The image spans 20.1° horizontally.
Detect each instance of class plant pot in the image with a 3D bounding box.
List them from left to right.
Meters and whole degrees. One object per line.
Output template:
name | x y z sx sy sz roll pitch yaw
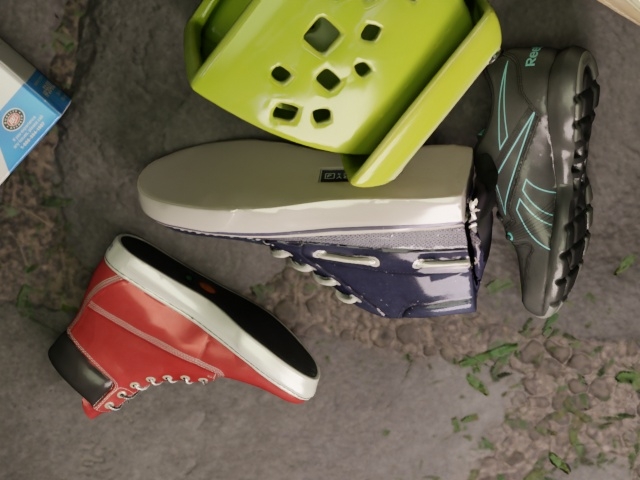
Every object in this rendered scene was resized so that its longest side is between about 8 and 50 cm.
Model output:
plant pot | 0.025 -0.191 1.596 0.207 0.228 0.227 35 104 -15

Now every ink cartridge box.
ink cartridge box | -0.359 -0.139 1.682 0.203 0.086 0.148 42 102 -10

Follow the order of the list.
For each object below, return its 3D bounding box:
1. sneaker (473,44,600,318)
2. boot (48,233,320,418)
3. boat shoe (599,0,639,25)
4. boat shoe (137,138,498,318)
sneaker | 0.202 -0.058 1.710 0.106 0.101 0.267 8 109 21
boot | -0.136 0.128 1.763 0.244 0.088 0.176 31 105 0
boat shoe | 0.214 -0.290 1.632 0.302 0.109 0.098 39 143 -11
boat shoe | 0.000 0.000 1.707 0.341 0.127 0.158 2 127 13
